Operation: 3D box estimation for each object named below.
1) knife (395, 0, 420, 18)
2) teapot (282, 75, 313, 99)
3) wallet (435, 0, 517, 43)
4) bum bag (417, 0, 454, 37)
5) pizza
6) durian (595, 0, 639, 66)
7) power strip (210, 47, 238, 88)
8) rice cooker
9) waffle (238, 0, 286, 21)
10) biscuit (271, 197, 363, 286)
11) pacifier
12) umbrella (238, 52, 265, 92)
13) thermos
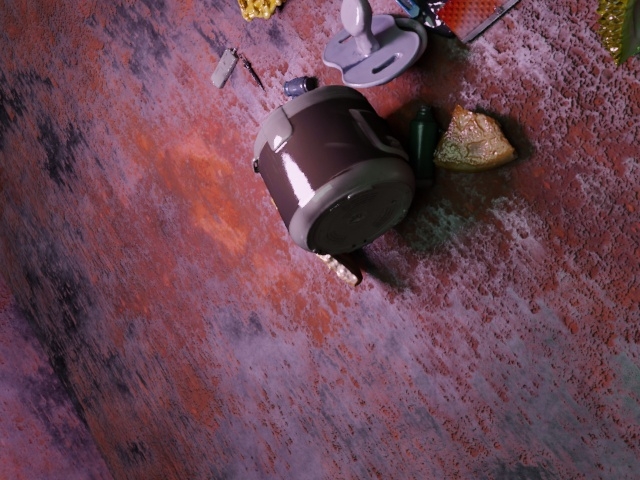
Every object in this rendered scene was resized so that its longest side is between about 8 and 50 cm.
[{"bbox_3d":[0.144,-0.637,1.388,0.044,0.026,0.296,-44,71,22],"label":"knife"},{"bbox_3d":[-0.055,-0.412,1.576,0.083,0.063,0.049,2,69,40],"label":"teapot"},{"bbox_3d":[0.350,-0.513,1.221,0.103,0.020,0.196,38,126,-22],"label":"wallet"},{"bbox_3d":[0.319,-0.582,1.239,0.137,0.074,0.310,47,124,8],"label":"bum bag"},{"bbox_3d":[0.333,-0.228,1.299,0.182,0.062,0.161,-17,93,32],"label":"pizza"},{"bbox_3d":[0.637,-0.489,1.016,0.169,0.157,0.355,40,129,-18],"label":"durian"},{"bbox_3d":[-0.284,-0.519,1.740,0.051,0.019,0.136,51,124,20],"label":"power strip"},{"bbox_3d":[0.030,-0.170,1.349,0.335,0.335,0.325,-46,57,34],"label":"rice cooker"},{"bbox_3d":[-0.167,-0.759,1.579,0.283,0.065,0.309,33,113,26],"label":"waffle"},{"bbox_3d":[0.000,0.000,1.511,0.040,0.204,0.309,-45,81,10],"label":"biscuit"},{"bbox_3d":[0.107,-0.471,1.308,0.227,0.207,0.279,-36,45,3],"label":"pacifier"},{"bbox_3d":[-0.199,-0.487,1.682,0.149,0.022,0.022,56,167,15],"label":"umbrella"},{"bbox_3d":[0.242,-0.220,1.364,0.083,0.073,0.188,13,106,36],"label":"thermos"}]
